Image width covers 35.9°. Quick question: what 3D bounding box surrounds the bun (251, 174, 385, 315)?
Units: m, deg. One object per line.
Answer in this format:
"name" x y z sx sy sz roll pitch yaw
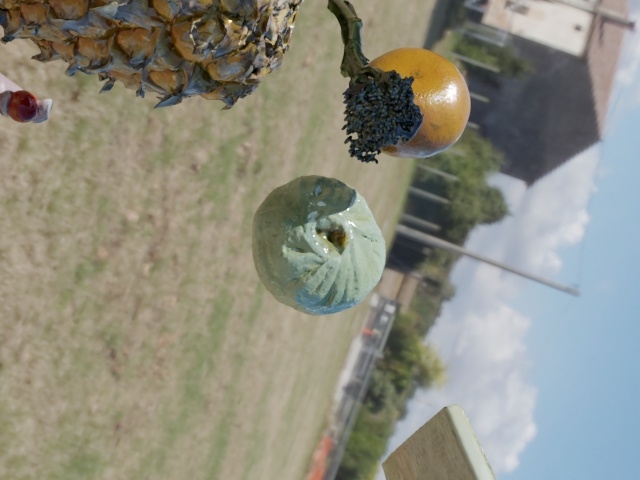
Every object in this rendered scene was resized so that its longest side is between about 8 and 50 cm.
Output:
"bun" 0.000 0.000 1.341 0.118 0.195 0.196 122 -8 -67

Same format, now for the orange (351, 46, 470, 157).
"orange" 0.117 -0.175 1.285 0.124 0.156 0.156 92 19 -57

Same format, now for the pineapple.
"pineapple" -0.160 -0.315 1.042 0.352 0.300 0.353 16 90 -82

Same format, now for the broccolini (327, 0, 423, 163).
"broccolini" 0.020 -0.106 0.598 0.218 0.044 0.042 -105 180 -62

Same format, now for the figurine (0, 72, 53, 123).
"figurine" -0.500 -0.221 1.297 0.176 0.287 0.186 -80 -169 -45

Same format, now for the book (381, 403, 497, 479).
"book" 0.161 0.346 1.122 0.389 0.032 0.269 104 -36 -67
